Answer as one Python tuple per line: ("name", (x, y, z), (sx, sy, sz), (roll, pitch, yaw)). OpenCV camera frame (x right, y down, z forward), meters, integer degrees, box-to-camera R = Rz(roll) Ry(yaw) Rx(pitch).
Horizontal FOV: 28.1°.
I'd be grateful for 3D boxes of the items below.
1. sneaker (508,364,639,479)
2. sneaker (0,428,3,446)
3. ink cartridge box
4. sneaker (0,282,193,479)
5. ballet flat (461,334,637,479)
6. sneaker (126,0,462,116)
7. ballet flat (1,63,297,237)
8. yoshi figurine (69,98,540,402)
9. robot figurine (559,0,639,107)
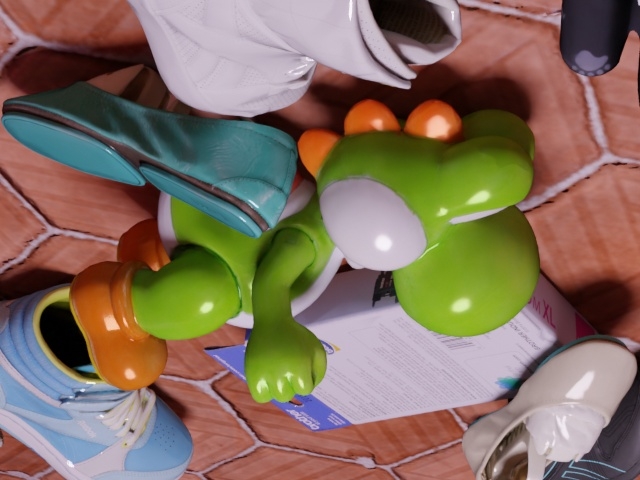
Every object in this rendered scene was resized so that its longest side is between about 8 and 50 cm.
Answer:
("sneaker", (0.234, 0.185, 1.216), (0.106, 0.101, 0.267), (23, 144, -12))
("sneaker", (-0.482, 0.143, 1.362), (0.182, 0.158, 0.410), (-29, 138, 1))
("ink cartridge box", (0.070, 0.092, 1.152), (0.311, 0.065, 0.186), (-17, 140, 32))
("sneaker", (-0.204, 0.154, 1.265), (0.208, 0.127, 0.319), (-19, 138, 39))
("ballet flat", (0.197, 0.167, 1.109), (0.086, 0.086, 0.248), (17, 147, -11))
("sneaker", (-0.003, -0.116, 0.715), (0.169, 0.108, 0.292), (20, 174, 14))
("ballet flat", (-0.115, -0.076, 0.905), (0.247, 0.087, 0.083), (21, 162, 30))
("yoshi figurine", (0.010, 0.026, 0.960), (0.362, 0.203, 0.203), (-19, 156, 27))
("robot figurine", (0.255, -0.127, 0.666), (0.209, 0.173, 0.278), (-33, 147, -12))
